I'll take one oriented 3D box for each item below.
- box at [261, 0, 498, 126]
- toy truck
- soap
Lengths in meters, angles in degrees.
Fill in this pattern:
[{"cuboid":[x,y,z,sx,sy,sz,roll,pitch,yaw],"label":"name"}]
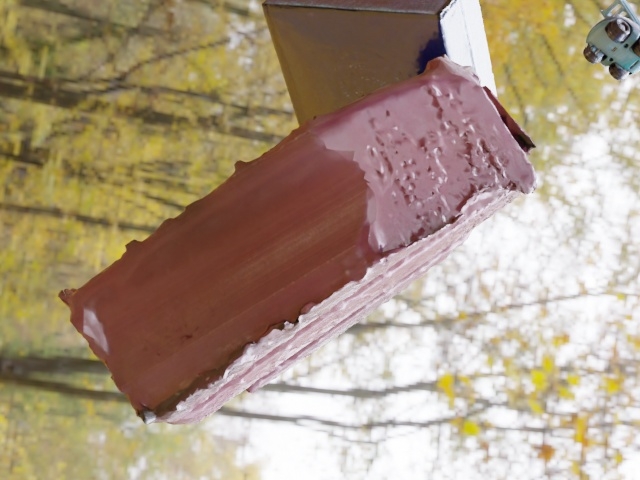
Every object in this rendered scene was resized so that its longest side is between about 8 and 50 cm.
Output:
[{"cuboid":[0.087,-0.211,1.598,0.116,0.261,0.279,-56,141,-37],"label":"box"},{"cuboid":[0.330,-0.227,1.337,0.056,0.073,0.090,-45,-161,42],"label":"toy truck"},{"cuboid":[0.000,0.000,0.764,0.112,0.289,0.182,57,1,6],"label":"soap"}]
